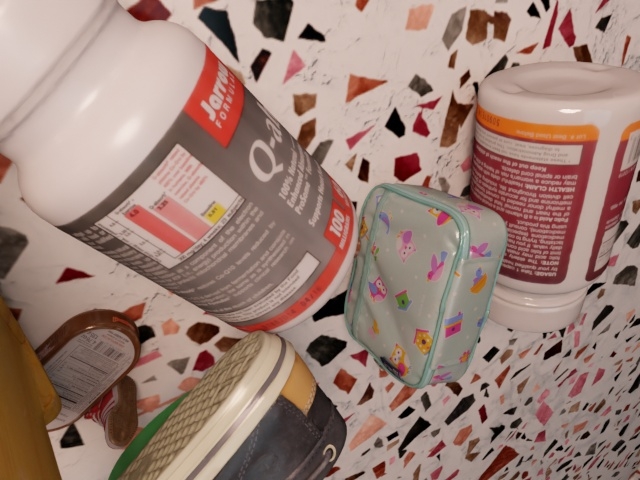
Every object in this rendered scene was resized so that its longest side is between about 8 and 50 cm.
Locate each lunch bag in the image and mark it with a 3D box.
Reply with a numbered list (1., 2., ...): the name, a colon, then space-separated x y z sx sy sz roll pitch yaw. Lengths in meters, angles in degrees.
1. lunch bag: 0.133 0.063 0.685 0.108 0.224 0.279 -2 112 -34

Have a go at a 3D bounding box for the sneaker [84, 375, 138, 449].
1. sneaker: -0.278 0.239 0.608 0.067 0.118 0.042 -43 119 6

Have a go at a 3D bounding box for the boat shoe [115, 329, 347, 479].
1. boat shoe: -0.164 0.319 0.458 0.156 0.187 0.500 43 86 -15

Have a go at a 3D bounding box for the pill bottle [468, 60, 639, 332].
1. pill bottle: 0.352 -0.059 0.738 0.224 0.224 0.392 -20 125 -20

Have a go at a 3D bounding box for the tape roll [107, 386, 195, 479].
1. tape roll: -0.144 0.317 0.693 0.321 0.077 0.321 -31 146 -23

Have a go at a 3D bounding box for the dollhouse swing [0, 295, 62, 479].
1. dollhouse swing: -0.358 0.113 0.307 0.315 0.305 0.347 -12 136 -18

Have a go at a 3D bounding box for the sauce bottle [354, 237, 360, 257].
1. sauce bottle: 0.000 0.000 0.682 0.128 0.042 0.042 13 109 -34

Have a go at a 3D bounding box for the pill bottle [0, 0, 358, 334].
1. pill bottle: -0.139 -0.068 0.451 0.210 0.210 0.363 -47 130 2

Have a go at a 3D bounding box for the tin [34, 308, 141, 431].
1. tin: -0.319 0.170 0.596 0.189 0.040 0.106 -44 125 -1
